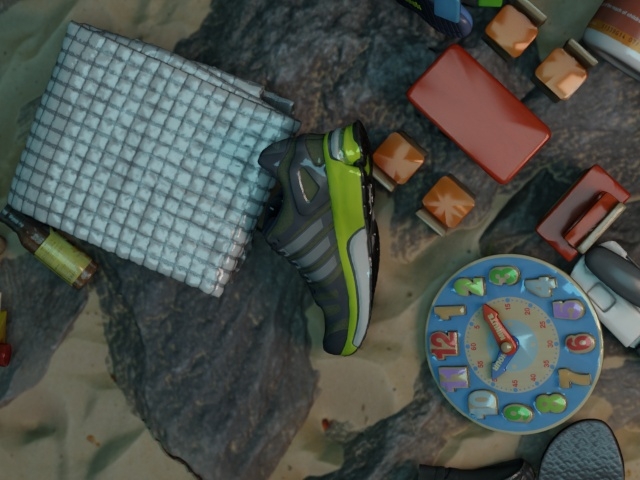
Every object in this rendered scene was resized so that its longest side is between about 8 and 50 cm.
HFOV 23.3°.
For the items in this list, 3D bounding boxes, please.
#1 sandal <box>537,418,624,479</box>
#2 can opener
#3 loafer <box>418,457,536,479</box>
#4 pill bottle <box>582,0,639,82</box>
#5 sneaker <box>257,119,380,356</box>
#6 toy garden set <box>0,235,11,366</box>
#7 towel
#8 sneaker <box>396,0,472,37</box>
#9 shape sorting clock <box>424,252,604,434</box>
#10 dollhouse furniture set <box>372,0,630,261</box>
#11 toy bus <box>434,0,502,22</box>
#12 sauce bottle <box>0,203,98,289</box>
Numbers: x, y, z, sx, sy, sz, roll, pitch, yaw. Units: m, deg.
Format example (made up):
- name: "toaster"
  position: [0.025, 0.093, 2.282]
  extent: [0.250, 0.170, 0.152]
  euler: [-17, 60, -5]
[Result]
- name: "sandal"
  position: [0.297, 0.321, 1.766]
  extent: [0.097, 0.054, 0.254]
  euler: [0, 103, 11]
- name: "can opener"
  position: [0.389, 0.117, 1.719]
  extent: [0.076, 0.095, 0.283]
  euler: [-45, 89, 7]
- name: "loafer"
  position: [0.133, 0.289, 1.761]
  extent: [0.223, 0.076, 0.078]
  euler: [-21, 99, 10]
- name: "pill bottle"
  position: [0.390, -0.278, 1.683]
  extent: [0.121, 0.121, 0.216]
  euler: [33, 96, 3]
- name: "sneaker"
  position: [0.000, 0.000, 1.700]
  extent: [0.121, 0.111, 0.300]
  euler: [2, 124, 9]
- name: "toy garden set"
  position: [-0.453, 0.036, 1.815]
  extent: [0.204, 0.049, 0.244]
  euler: [6, 93, 6]
- name: "towel"
  position: [-0.183, -0.094, 1.749]
  extent: [0.284, 0.121, 0.235]
  euler: [22, 93, 5]
- name: "sneaker"
  position: [0.128, -0.275, 1.713]
  extent: [0.059, 0.053, 0.144]
  euler: [-35, 49, -11]
- name: "shape sorting clock"
  position: [0.214, 0.117, 1.738]
  extent: [0.206, 0.040, 0.206]
  euler: [4, 100, 26]
- name: "dollhouse furniture set"
  position: [0.213, -0.102, 1.702]
  extent: [0.259, 0.135, 0.262]
  euler: [42, 96, 2]
- name: "toy bus"
  position: [0.119, -0.340, 1.669]
  extent: [0.191, 0.202, 0.104]
  euler: [12, 135, 14]
- name: "sauce bottle"
  position: [-0.317, 0.004, 1.794]
  extent: [0.128, 0.042, 0.042]
  euler: [41, 96, -9]
